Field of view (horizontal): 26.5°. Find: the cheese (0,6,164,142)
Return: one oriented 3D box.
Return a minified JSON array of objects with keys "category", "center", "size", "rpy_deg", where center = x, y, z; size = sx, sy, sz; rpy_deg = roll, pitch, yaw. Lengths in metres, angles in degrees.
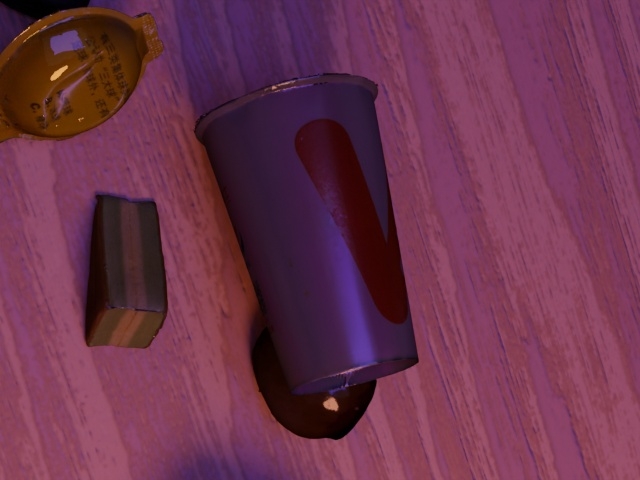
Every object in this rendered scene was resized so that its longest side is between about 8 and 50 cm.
[{"category":"cheese","center":[-0.278,-0.145,1.326],"size":[0.270,0.177,0.069],"rpy_deg":[-29,60,-10]}]

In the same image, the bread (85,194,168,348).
[{"category":"bread","center":[-0.207,0.032,1.419],"size":[0.074,0.084,0.139],"rpy_deg":[4,57,-24]}]

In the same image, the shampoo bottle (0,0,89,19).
[{"category":"shampoo bottle","center":[-0.242,-0.362,1.356],"size":[0.101,0.101,0.283],"rpy_deg":[21,82,-23]}]

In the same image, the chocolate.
[{"category":"chocolate","center":[-0.012,0.144,1.469],"size":[0.133,0.127,0.124],"rpy_deg":[29,47,-9]}]

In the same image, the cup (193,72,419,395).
[{"category":"cup","center":[0.000,0.000,1.372],"size":[0.203,0.203,0.288],"rpy_deg":[-8,76,-24]}]
